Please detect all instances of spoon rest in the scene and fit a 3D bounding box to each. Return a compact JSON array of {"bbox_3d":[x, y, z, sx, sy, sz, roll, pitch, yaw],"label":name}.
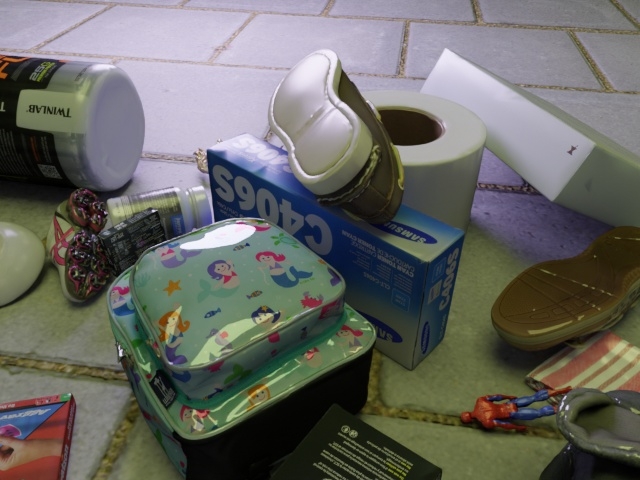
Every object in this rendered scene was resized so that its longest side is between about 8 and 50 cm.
[{"bbox_3d":[-0.508,0.013,0.755,0.276,0.084,0.137,17,55,3],"label":"spoon rest"}]

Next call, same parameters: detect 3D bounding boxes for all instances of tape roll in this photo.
[{"bbox_3d":[0.110,-0.099,0.838,0.246,0.169,0.246,0,36,0],"label":"tape roll"}]

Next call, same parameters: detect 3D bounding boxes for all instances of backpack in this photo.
[{"bbox_3d":[-0.095,0.090,0.578,0.225,0.191,0.253,-23,38,-27],"label":"backpack"}]

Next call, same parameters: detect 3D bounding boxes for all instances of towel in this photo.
[{"bbox_3d":[0.341,0.172,0.595,0.144,0.029,0.197,-22,42,-29],"label":"towel"}]

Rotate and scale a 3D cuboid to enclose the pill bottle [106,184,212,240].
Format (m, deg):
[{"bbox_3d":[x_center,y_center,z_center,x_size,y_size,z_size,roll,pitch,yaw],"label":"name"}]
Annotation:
[{"bbox_3d":[-0.233,-0.036,0.822,0.137,0.078,0.078,-14,39,-19],"label":"pill bottle"}]

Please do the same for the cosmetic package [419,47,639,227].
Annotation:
[{"bbox_3d":[0.365,-0.156,0.890,0.284,0.097,0.377,17,27,-31],"label":"cosmetic package"}]

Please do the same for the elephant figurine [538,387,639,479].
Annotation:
[{"bbox_3d":[0.261,0.197,0.473,0.186,0.169,0.239,29,29,-17],"label":"elephant figurine"}]

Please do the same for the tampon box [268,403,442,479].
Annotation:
[{"bbox_3d":[0.005,0.236,0.425,0.101,0.120,0.161,24,43,28],"label":"tampon box"}]

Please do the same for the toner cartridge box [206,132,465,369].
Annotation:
[{"bbox_3d":[0.000,0.000,0.707,0.348,0.165,0.075,28,46,33],"label":"toner cartridge box"}]

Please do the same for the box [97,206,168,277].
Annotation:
[{"bbox_3d":[-0.249,0.003,0.755,0.018,0.067,0.083,23,45,38],"label":"box"}]

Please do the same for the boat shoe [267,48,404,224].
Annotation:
[{"bbox_3d":[0.016,-0.133,0.667,0.116,0.097,0.324,-41,33,16],"label":"boat shoe"}]

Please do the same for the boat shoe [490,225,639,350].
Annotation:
[{"bbox_3d":[0.323,0.072,0.682,0.285,0.089,0.104,-21,36,-23],"label":"boat shoe"}]

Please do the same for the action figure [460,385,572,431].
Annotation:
[{"bbox_3d":[0.203,0.176,0.581,0.115,0.030,0.038,-8,52,5],"label":"action figure"}]

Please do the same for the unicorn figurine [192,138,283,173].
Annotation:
[{"bbox_3d":[-0.141,-0.143,0.994,0.162,0.060,0.111,-19,39,1],"label":"unicorn figurine"}]

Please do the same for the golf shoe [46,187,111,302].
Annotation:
[{"bbox_3d":[-0.338,0.017,0.774,0.086,0.067,0.186,-36,46,18],"label":"golf shoe"}]

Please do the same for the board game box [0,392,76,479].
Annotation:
[{"bbox_3d":[-0.381,0.226,0.511,0.281,0.027,0.145,-7,39,-11],"label":"board game box"}]

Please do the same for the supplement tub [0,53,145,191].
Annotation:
[{"bbox_3d":[-0.486,-0.197,0.926,0.338,0.207,0.207,7,37,7],"label":"supplement tub"}]
